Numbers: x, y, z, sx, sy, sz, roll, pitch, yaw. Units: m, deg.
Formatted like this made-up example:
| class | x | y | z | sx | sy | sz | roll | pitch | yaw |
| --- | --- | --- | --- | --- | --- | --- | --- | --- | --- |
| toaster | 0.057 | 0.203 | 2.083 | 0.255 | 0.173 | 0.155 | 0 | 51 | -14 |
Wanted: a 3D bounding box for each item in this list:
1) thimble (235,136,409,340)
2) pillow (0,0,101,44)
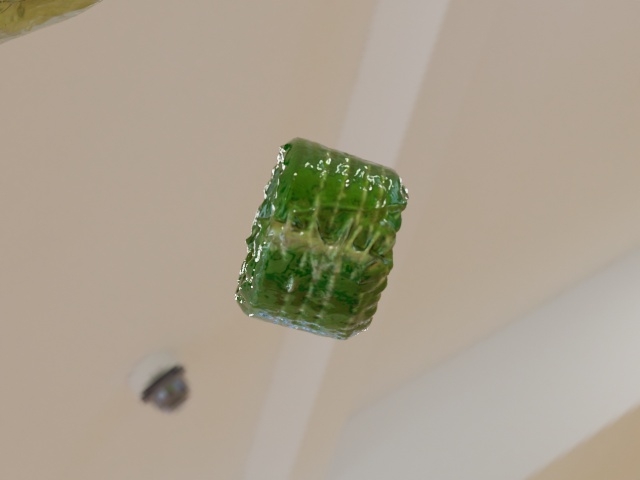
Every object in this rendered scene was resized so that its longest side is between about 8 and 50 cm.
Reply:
| class | x | y | z | sx | sy | sz | roll | pitch | yaw |
| --- | --- | --- | --- | --- | --- | --- | --- | --- | --- |
| thimble | 0.000 | 0.000 | 0.909 | 0.130 | 0.090 | 0.118 | 147 | 140 | -83 |
| pillow | -0.305 | -0.232 | 1.210 | 0.310 | 0.283 | 0.138 | -26 | -62 | -26 |
